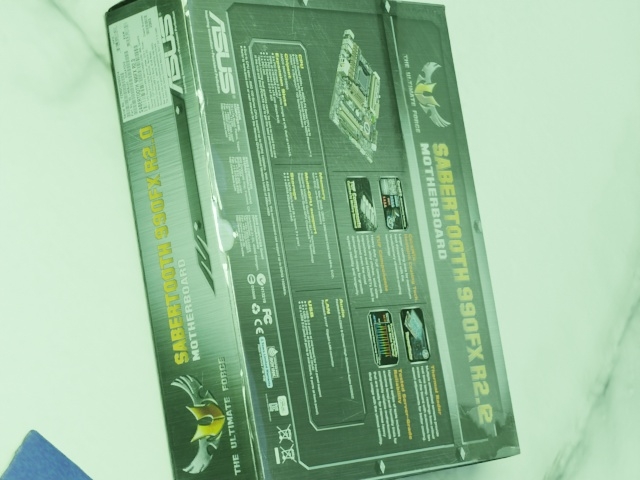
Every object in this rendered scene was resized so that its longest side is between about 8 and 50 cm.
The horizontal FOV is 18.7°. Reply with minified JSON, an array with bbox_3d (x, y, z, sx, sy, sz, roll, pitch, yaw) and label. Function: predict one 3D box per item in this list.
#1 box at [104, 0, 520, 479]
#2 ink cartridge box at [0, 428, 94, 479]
[{"bbox_3d":[0.000,0.000,0.906,0.183,0.056,0.231,-3,81,-47],"label":"box"},{"bbox_3d":[-0.041,0.249,0.696,0.303,0.072,0.307,42,41,-12],"label":"ink cartridge box"}]
